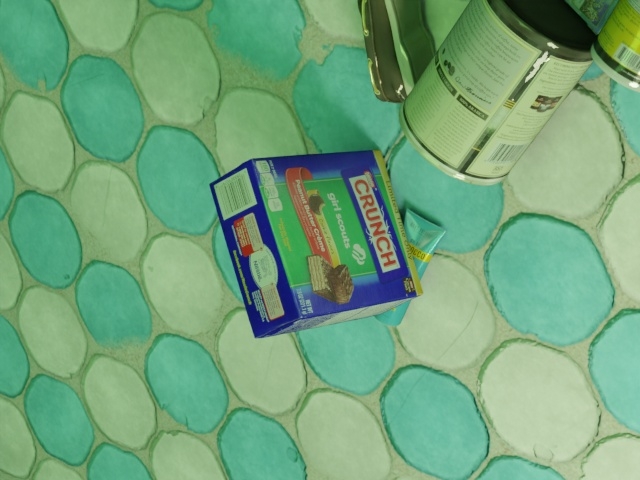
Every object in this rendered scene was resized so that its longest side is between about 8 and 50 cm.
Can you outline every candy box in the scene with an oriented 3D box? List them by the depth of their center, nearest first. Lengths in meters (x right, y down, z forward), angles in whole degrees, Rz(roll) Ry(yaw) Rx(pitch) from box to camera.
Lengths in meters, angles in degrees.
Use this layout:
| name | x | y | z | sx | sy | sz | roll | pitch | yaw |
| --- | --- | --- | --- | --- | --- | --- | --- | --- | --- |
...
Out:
| name | x | y | z | sx | sy | sz | roll | pitch | yaw |
| --- | --- | --- | --- | --- | --- | --- | --- | --- | --- |
| candy box | 0.000 | 0.000 | 2.190 | 0.122 | 0.317 | 0.268 | -24 | 79 | 40 |

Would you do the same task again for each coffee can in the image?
| name | x | y | z | sx | sy | sz | roll | pitch | yaw |
| --- | --- | --- | --- | --- | --- | --- | --- | --- | --- |
| coffee can | 0.267 | -0.246 | 1.985 | 0.201 | 0.201 | 0.275 | 46 | 129 | 15 |

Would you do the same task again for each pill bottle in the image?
| name | x | y | z | sx | sy | sz | roll | pitch | yaw |
| --- | --- | --- | --- | --- | --- | --- | --- | --- | --- |
| pill bottle | 0.462 | -0.310 | 1.790 | 0.119 | 0.119 | 0.208 | 41 | 124 | 19 |

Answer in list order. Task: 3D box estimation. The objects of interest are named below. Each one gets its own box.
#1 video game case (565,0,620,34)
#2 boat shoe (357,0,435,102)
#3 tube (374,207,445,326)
| name | x | y | z | sx | sy | sz | roll | pitch | yaw |
| --- | --- | --- | --- | --- | --- | --- | --- | --- | --- |
| video game case | 0.385 | -0.468 | 1.859 | 0.244 | 0.061 | 0.269 | 52 | 139 | 22 |
| boat shoe | 0.105 | -0.374 | 2.126 | 0.097 | 0.116 | 0.324 | 0 | 113 | 35 |
| tube | 0.148 | 0.050 | 2.306 | 0.080 | 0.052 | 0.207 | 29 | 118 | 19 |
